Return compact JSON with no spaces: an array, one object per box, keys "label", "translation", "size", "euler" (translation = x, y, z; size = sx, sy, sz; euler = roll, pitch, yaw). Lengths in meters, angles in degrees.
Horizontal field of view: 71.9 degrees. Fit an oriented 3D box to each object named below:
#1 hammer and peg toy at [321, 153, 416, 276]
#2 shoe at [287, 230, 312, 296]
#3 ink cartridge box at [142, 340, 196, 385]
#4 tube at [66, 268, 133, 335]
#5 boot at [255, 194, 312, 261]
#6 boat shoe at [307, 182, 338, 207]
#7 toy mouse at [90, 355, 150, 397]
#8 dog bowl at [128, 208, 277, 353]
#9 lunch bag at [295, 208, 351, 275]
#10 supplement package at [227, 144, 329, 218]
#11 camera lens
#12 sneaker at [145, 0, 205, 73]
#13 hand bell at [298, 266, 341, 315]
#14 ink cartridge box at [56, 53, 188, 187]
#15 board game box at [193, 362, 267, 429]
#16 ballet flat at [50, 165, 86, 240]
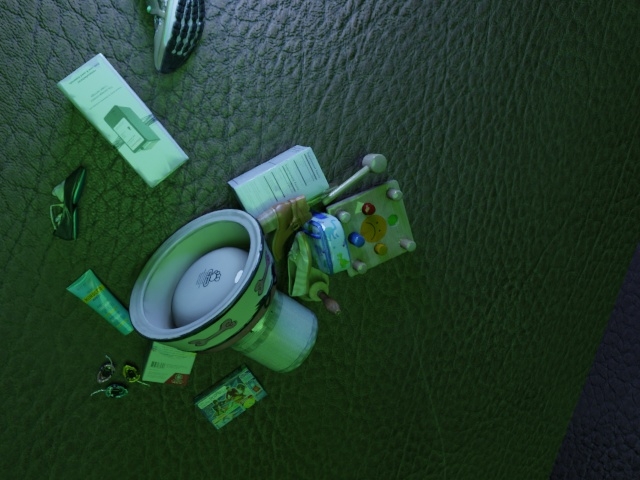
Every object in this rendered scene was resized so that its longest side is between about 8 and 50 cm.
[{"label":"hammer and peg toy","translation":[0.143,-0.084,1.416],"size":[0.266,0.127,0.360],"euler":[-25,112,-10]},{"label":"shoe","translation":[-0.067,0.076,1.329],"size":[0.059,0.076,0.218],"euler":[-11,118,-24]},{"label":"ink cartridge box","translation":[-0.440,0.314,1.311],"size":[0.128,0.127,0.176],"euler":[17,99,-23]},{"label":"tube","translation":[-0.612,0.182,1.258],"size":[0.080,0.052,0.207],"euler":[-44,109,-15]},{"label":"boot","translation":[-0.091,-0.031,1.247],"size":[0.153,0.073,0.197],"euler":[-30,146,-16]},{"label":"boat shoe","translation":[-0.012,-0.134,1.385],"size":[0.153,0.056,0.048],"euler":[-27,122,-10]},{"label":"toy mouse","translation":[-0.622,0.418,1.326],"size":[0.143,0.031,0.160],"euler":[-33,113,-9]},{"label":"dog bowl","translation":[-0.295,0.116,1.179],"size":[0.408,0.408,0.150],"euler":[-40,132,-6]},{"label":"lunch bag","translation":[0.000,0.000,1.335],"size":[0.090,0.219,0.175],"euler":[-19,110,-20]},{"label":"supplement package","translation":[-0.124,-0.161,1.287],"size":[0.244,0.139,0.133],"euler":[-30,112,-9]},{"label":"camera lens","translation":[-0.161,0.259,1.349],"size":[0.274,0.219,0.219],"euler":[37,90,-25]},{"label":"sneaker","translation":[-0.391,-0.628,1.085],"size":[0.182,0.158,0.409],"euler":[13,104,8]},{"label":"hand bell","translation":[0.008,0.175,1.375],"size":[0.126,0.242,0.125],"euler":[-5,107,-18]},{"label":"ink cartridge box","translation":[-0.472,-0.285,1.085],"size":[0.122,0.211,0.289],"euler":[-40,116,-7]},{"label":"board game box","translation":[-0.298,0.521,1.474],"size":[0.201,0.035,0.136],"euler":[-33,114,-9]},{"label":"ballet flat","translation":[-0.660,-0.098,1.146],"size":[0.074,0.074,0.202],"euler":[9,104,-22]}]
